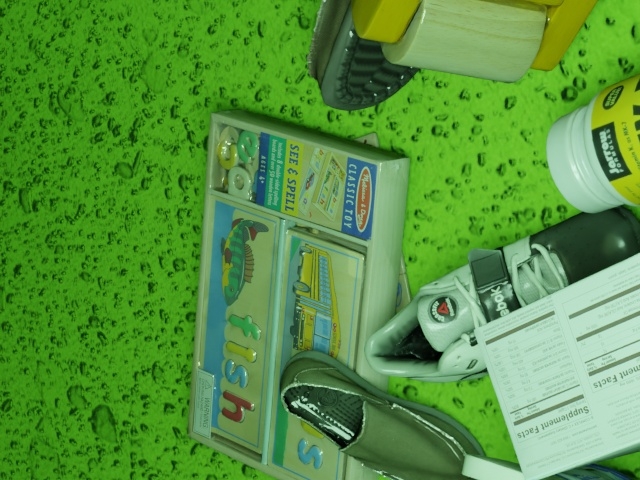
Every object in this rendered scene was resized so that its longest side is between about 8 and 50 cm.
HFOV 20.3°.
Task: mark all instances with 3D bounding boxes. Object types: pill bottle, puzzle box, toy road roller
[{"bbox_3d":[0.316,-0.099,1.625,0.208,0.119,0.119,-22,80,44],"label":"pill bottle"},{"bbox_3d":[-0.032,0.075,2.028,0.272,0.052,0.408,18,110,40],"label":"puzzle box"},{"bbox_3d":[0.162,-0.335,1.691,0.240,0.203,0.329,-101,27,-42],"label":"toy road roller"}]

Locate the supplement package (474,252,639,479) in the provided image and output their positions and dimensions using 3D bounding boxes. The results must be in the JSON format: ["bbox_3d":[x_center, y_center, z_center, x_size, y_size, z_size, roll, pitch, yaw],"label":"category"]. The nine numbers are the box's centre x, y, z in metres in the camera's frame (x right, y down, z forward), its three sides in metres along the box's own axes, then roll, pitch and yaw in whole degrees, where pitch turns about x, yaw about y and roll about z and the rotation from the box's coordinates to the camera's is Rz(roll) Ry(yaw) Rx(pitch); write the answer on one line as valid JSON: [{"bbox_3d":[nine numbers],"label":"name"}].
[{"bbox_3d":[0.309,0.097,1.557,0.204,0.262,0.145,-29,74,43],"label":"supplement package"}]

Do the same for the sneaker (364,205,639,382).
[{"bbox_3d":[0.178,0.069,1.771,0.330,0.146,0.122,-35,70,40],"label":"sneaker"}]

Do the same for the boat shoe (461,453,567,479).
[{"bbox_3d":[0.232,0.266,1.527,0.305,0.109,0.091,17,90,48],"label":"boat shoe"}]

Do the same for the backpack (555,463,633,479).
[{"bbox_3d":[0.259,0.336,1.680,0.263,0.213,0.276,36,106,30],"label":"backpack"}]

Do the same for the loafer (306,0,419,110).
[{"bbox_3d":[0.068,-0.313,1.848,0.130,0.134,0.365,31,107,43],"label":"loafer"}]

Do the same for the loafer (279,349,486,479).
[{"bbox_3d":[0.058,0.209,1.898,0.251,0.087,0.094,26,111,11],"label":"loafer"}]

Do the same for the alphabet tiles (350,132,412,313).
[{"bbox_3d":[0.000,0.000,2.030,0.237,0.009,0.198,-15,86,45],"label":"alphabet tiles"}]
